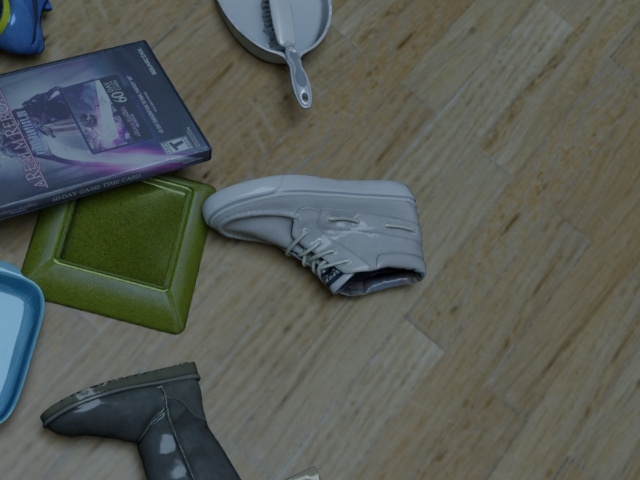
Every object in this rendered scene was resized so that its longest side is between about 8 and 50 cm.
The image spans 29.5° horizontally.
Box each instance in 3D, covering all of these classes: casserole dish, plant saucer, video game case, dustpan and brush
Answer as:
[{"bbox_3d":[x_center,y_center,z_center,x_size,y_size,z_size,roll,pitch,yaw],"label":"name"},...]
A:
[{"bbox_3d":[-0.356,0.111,1.259,0.114,0.037,0.188,16,66,-10],"label":"casserole dish"},{"bbox_3d":[-0.219,-0.010,1.343,0.188,0.045,0.188,16,66,-10],"label":"plant saucer"},{"bbox_3d":[-0.285,-0.125,1.347,0.274,0.026,0.196,-18,55,-23],"label":"video game case"},{"bbox_3d":[-0.043,-0.244,1.481,0.147,0.060,0.211,-5,70,-18],"label":"dustpan and brush"}]

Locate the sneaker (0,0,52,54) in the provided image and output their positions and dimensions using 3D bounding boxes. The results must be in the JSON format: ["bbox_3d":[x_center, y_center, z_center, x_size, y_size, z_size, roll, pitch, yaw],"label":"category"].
[{"bbox_3d":[-0.361,-0.304,1.419,0.082,0.069,0.209,19,49,-45],"label":"sneaker"}]

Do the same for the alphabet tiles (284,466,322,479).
[{"bbox_3d":[-0.038,0.382,1.259,0.198,0.009,0.237,-22,76,-23],"label":"alphabet tiles"}]

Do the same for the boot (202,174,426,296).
[{"bbox_3d":[0.000,0.000,1.374,0.258,0.095,0.123,-3,63,-18],"label":"boot"}]

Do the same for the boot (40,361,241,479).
[{"bbox_3d":[-0.169,0.241,1.244,0.189,0.076,0.208,-14,76,-20],"label":"boot"}]
